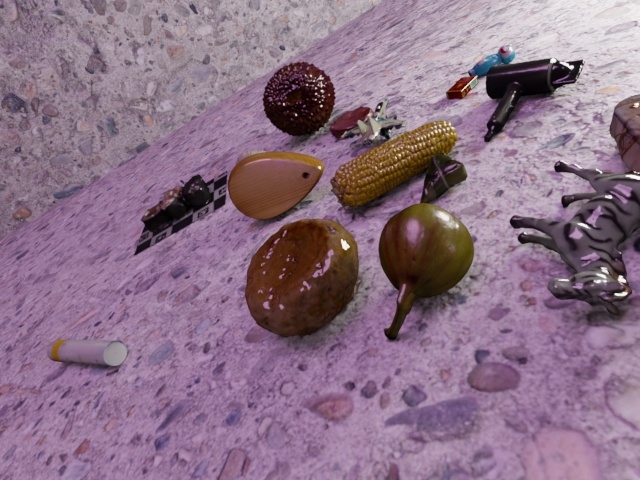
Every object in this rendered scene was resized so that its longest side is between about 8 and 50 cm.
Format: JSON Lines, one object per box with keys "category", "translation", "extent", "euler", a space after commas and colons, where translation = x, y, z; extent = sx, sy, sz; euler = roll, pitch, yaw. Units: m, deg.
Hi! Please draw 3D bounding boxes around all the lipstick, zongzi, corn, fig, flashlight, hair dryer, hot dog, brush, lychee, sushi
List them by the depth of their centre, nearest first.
{"category": "hot dog", "translation": [0.534, -0.145, 0.611], "extent": [0.144, 0.075, 0.268], "euler": [-10, 37, 25]}
{"category": "fig", "translation": [0.147, 0.030, 0.636], "extent": [0.148, 0.142, 0.186], "euler": [-37, 7, 47]}
{"category": "zongzi", "translation": [0.234, -0.130, 0.864], "extent": [0.119, 0.055, 0.109], "euler": [-39, 29, 10]}
{"category": "hair dryer", "translation": [0.447, -0.309, 0.921], "extent": [0.196, 0.078, 0.248], "euler": [13, 63, 47]}
{"category": "corn", "translation": [0.166, -0.175, 0.928], "extent": [0.305, 0.106, 0.106], "euler": [-28, 33, 1]}
{"category": "lipstick", "translation": [-0.569, 0.270, 0.992], "extent": [0.264, 0.059, 0.059], "euler": [-8, 40, 33]}
{"category": "brush", "translation": [-0.113, -0.172, 1.112], "extent": [0.267, 0.174, 0.166], "euler": [-15, 26, 11]}
{"category": "flashlight", "translation": [0.481, -0.497, 1.151], "extent": [0.129, 0.051, 0.051], "euler": [-29, 32, 16]}
{"category": "lychee", "translation": [-0.063, -0.488, 1.425], "extent": [0.271, 0.271, 0.271], "euler": [-22, 34, 16]}
{"category": "sushi", "translation": [-0.518, -0.143, 1.456], "extent": [0.373, 0.100, 0.296], "euler": [-28, 33, 6]}

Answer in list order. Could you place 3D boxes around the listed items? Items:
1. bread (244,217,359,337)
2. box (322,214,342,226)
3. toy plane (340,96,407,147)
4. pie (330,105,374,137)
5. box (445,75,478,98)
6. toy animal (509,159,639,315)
{"category": "bread", "translation": [-0.030, 0.067, 0.747], "extent": [0.230, 0.123, 0.230], "euler": [-23, 44, 25]}
{"category": "box", "translation": [0.000, 0.000, 0.884], "extent": [0.036, 0.050, 0.117], "euler": [9, 49, 49]}
{"category": "toy plane", "translation": [0.166, -0.337, 1.172], "extent": [0.192, 0.088, 0.262], "euler": [-2, 33, 30]}
{"category": "pie", "translation": [0.101, -0.380, 1.315], "extent": [0.154, 0.036, 0.154], "euler": [-22, 34, 16]}
{"category": "box", "translation": [0.396, -0.427, 1.144], "extent": [0.082, 0.023, 0.051], "euler": [-45, 34, -20]}
{"category": "toy animal", "translation": [0.358, -0.011, 0.578], "extent": [0.170, 0.090, 0.255], "euler": [6, 55, 49]}
